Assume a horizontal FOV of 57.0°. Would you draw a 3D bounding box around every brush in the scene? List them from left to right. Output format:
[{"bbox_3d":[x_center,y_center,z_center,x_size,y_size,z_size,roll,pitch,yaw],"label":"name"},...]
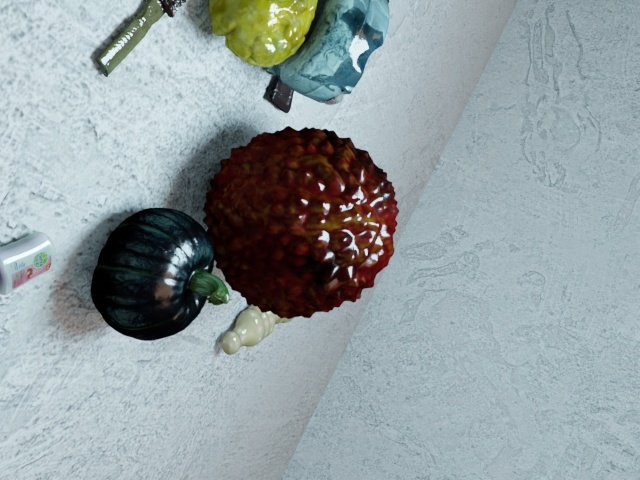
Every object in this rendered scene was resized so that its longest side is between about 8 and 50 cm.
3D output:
[{"bbox_3d":[-0.257,-0.349,0.912,0.247,0.036,0.043,-58,155,-21],"label":"brush"}]

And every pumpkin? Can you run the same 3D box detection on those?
[{"bbox_3d":[-0.269,0.071,1.075,0.248,0.248,0.248,-52,157,-33],"label":"pumpkin"}]

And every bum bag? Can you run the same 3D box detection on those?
[{"bbox_3d":[-0.076,-0.385,1.372,0.159,0.026,0.109,-70,161,-1],"label":"bum bag"}]

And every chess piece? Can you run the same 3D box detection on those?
[{"bbox_3d":[-0.178,0.231,1.737,0.139,0.124,0.307,-41,176,39],"label":"chess piece"}]

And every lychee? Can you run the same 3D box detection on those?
[{"bbox_3d":[-0.053,-0.035,1.289,0.424,0.425,0.500,-57,-162,-22],"label":"lychee"}]

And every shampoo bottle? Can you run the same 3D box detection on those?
[{"bbox_3d":[-0.440,0.030,0.878,0.099,0.043,0.072,-39,148,-52],"label":"shampoo bottle"}]

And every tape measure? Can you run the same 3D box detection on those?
[{"bbox_3d":[0.016,-0.410,1.182,0.147,0.275,0.256,21,101,-32],"label":"tape measure"}]

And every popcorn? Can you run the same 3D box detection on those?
[{"bbox_3d":[-0.088,-0.418,1.018,0.226,0.200,0.203,-32,-179,-18],"label":"popcorn"}]

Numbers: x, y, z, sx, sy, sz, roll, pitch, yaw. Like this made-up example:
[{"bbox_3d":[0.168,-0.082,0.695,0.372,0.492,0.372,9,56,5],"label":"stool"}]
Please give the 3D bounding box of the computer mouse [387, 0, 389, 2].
[{"bbox_3d":[0.062,-0.590,1.234,0.323,0.183,0.116,81,28,-58],"label":"computer mouse"}]
